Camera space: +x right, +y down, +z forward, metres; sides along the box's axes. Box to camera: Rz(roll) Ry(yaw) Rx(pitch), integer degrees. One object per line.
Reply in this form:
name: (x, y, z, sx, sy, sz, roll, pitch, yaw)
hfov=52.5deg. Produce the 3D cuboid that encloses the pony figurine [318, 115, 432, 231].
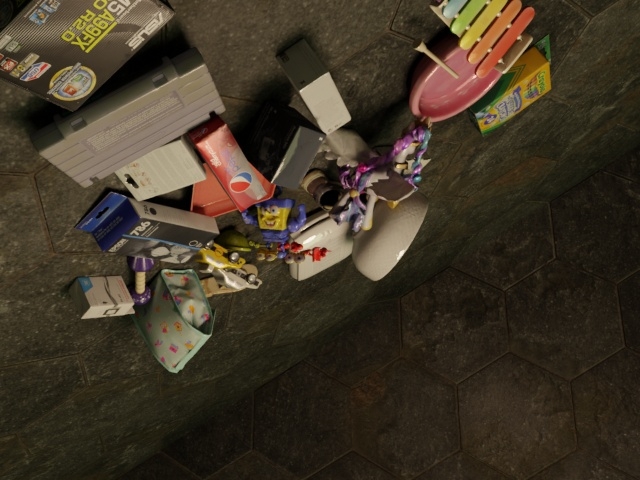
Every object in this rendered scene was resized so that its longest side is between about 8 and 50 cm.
pony figurine: (0.156, -0.187, 1.871, 0.351, 0.303, 0.363, -26, 155, -39)

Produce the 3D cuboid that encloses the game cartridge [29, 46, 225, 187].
game cartridge: (-0.375, -0.244, 1.309, 0.355, 0.068, 0.230, -30, 164, -5)

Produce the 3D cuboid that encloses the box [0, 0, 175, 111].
box: (-0.409, -0.353, 1.074, 0.270, 0.060, 0.216, -37, 157, 14)

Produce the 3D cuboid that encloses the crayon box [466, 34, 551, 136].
crayon box: (0.629, -0.493, 2.105, 0.323, 0.083, 0.203, -36, 158, 10)

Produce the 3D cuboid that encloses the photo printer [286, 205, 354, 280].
photo printer: (0.000, 0.000, 2.288, 0.256, 0.107, 0.307, -27, 157, -14)

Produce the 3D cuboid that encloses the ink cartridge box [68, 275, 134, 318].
ink cartridge box: (-0.604, 0.157, 1.838, 0.060, 0.104, 0.180, -45, 155, 27)

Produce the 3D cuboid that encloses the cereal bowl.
cereal bowl: (0.205, -0.040, 2.156, 0.339, 0.141, 0.339, -58, -172, 12)

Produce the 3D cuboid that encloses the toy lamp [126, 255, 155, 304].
toy lamp: (-0.515, 0.092, 1.858, 0.080, 0.080, 0.274, -20, 158, -27)

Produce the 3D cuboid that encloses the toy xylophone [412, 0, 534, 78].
toy xylophone: (0.370, -0.515, 1.583, 0.323, 0.081, 0.236, 17, 114, -38)

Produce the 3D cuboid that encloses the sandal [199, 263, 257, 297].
sandal: (-0.317, 0.129, 2.174, 0.240, 0.088, 0.079, -18, 161, -19)

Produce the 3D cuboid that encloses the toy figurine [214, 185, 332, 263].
toy figurine: (-0.146, -0.065, 1.946, 0.363, 0.217, 0.191, 6, -168, 26)

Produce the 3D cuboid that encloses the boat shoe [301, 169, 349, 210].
boat shoe: (0.028, -0.138, 2.054, 0.103, 0.092, 0.285, -36, 158, 9)

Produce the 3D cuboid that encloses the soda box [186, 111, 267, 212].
soda box: (-0.223, -0.186, 1.530, 0.083, 0.092, 0.263, -36, 142, -6)

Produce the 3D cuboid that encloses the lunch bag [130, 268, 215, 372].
lunch bag: (-0.450, 0.252, 2.029, 0.223, 0.262, 0.160, -45, 154, 28)

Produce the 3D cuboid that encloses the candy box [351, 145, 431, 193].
candy box: (0.231, -0.236, 2.141, 0.233, 0.071, 0.159, -9, 149, -42)

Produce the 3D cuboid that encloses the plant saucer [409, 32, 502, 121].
plant saucer: (0.380, -0.475, 1.819, 0.332, 0.084, 0.332, -27, 157, -13)

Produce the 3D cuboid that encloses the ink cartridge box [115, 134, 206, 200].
ink cartridge box: (-0.374, -0.171, 1.506, 0.179, 0.045, 0.145, -15, 143, 8)

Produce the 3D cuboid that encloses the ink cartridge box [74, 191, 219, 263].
ink cartridge box: (-0.435, -0.023, 1.662, 0.165, 0.065, 0.333, -37, 150, 28)

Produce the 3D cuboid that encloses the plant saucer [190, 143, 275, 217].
plant saucer: (-0.230, -0.167, 1.721, 0.259, 0.047, 0.258, -21, 156, -26)

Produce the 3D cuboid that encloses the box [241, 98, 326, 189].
box: (-0.091, -0.230, 1.554, 0.093, 0.158, 0.156, 11, 115, -45)

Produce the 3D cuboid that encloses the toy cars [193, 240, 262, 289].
toy cars: (-0.305, 0.088, 1.979, 0.393, 0.176, 0.087, 66, 44, -68)

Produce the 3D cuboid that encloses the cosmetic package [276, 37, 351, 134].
cosmetic package: (-0.011, -0.354, 1.522, 0.085, 0.117, 0.231, -34, 159, 3)
